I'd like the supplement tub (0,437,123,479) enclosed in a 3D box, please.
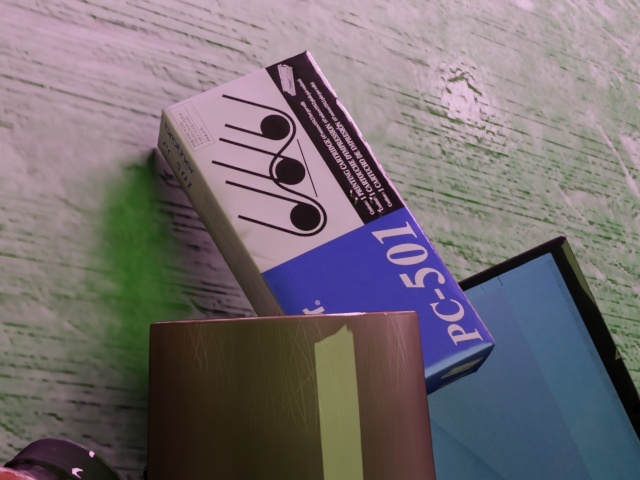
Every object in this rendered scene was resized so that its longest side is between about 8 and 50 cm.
[{"bbox_3d":[-0.157,0.167,0.636,0.106,0.106,0.198,58,38,-11],"label":"supplement tub"}]

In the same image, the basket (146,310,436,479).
[{"bbox_3d":[-0.013,0.148,0.703,0.154,0.204,0.226,-2,86,-9],"label":"basket"}]

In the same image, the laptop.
[{"bbox_3d":[0.073,0.162,0.853,0.264,0.137,0.234,-30,96,-47],"label":"laptop"}]

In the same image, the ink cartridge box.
[{"bbox_3d":[0.000,0.000,0.837,0.097,0.046,0.207,-25,71,-20],"label":"ink cartridge box"}]
